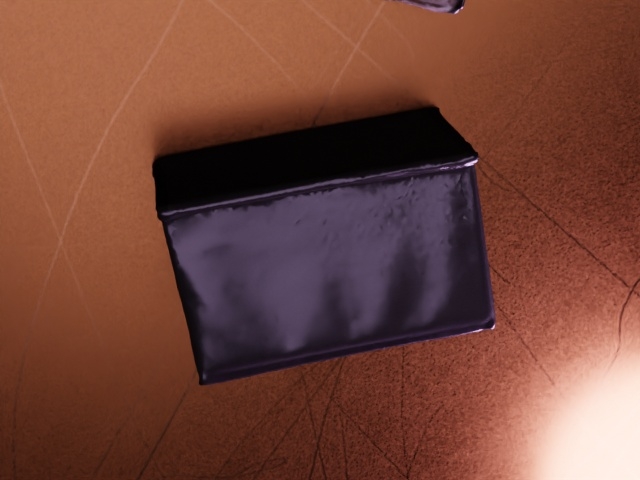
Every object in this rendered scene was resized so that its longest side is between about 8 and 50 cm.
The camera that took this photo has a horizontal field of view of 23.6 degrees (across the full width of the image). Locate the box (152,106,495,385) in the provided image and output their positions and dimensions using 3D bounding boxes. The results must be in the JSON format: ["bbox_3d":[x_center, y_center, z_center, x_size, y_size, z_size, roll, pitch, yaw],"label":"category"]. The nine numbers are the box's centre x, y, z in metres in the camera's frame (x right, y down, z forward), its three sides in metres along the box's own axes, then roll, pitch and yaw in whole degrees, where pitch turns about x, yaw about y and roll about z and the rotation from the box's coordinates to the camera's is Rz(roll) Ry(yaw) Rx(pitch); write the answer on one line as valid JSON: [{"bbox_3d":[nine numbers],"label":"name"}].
[{"bbox_3d":[0.000,-0.001,1.699,0.345,0.251,0.204,-11,106,-4],"label":"box"}]

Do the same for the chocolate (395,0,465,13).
[{"bbox_3d":[0.048,-0.354,1.699,0.261,0.083,0.161,11,116,-10],"label":"chocolate"}]
